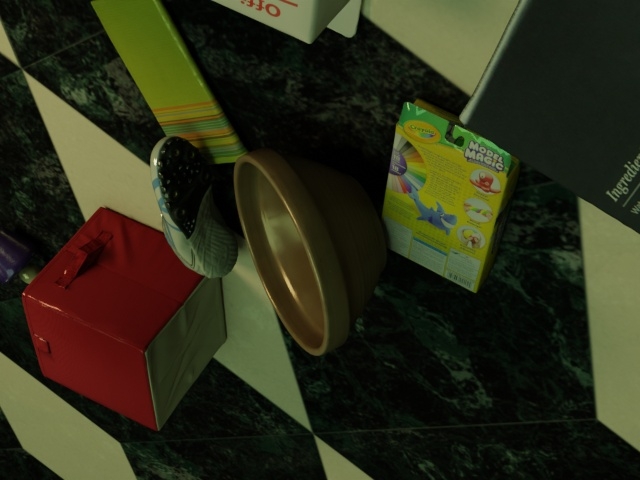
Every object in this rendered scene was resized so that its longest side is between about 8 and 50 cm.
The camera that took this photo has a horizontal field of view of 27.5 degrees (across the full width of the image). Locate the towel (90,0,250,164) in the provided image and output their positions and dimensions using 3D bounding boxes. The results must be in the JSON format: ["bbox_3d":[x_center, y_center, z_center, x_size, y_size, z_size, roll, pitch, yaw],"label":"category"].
[{"bbox_3d":[-0.169,-0.185,1.501,0.102,0.021,0.237,-3,128,38],"label":"towel"}]

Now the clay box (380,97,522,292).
[{"bbox_3d":[0.135,-0.054,1.359,0.127,0.053,0.222,28,143,16],"label":"clay box"}]

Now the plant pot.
[{"bbox_3d":[0.000,0.000,1.446,0.237,0.110,0.237,57,160,36],"label":"plant pot"}]

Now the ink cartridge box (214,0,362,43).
[{"bbox_3d":[-0.058,-0.319,1.169,0.207,0.119,0.353,26,143,15],"label":"ink cartridge box"}]

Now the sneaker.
[{"bbox_3d":[-0.167,-0.040,1.586,0.086,0.085,0.237,24,151,29],"label":"sneaker"}]

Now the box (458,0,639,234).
[{"bbox_3d":[0.352,-0.125,0.892,0.395,0.293,0.212,32,144,7],"label":"box"}]

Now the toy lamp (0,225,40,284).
[{"bbox_3d":[-0.392,0.089,1.943,0.274,0.080,0.080,46,143,-11],"label":"toy lamp"}]

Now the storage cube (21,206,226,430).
[{"bbox_3d":[-0.258,0.105,1.756,0.193,0.183,0.215,23,142,18],"label":"storage cube"}]
